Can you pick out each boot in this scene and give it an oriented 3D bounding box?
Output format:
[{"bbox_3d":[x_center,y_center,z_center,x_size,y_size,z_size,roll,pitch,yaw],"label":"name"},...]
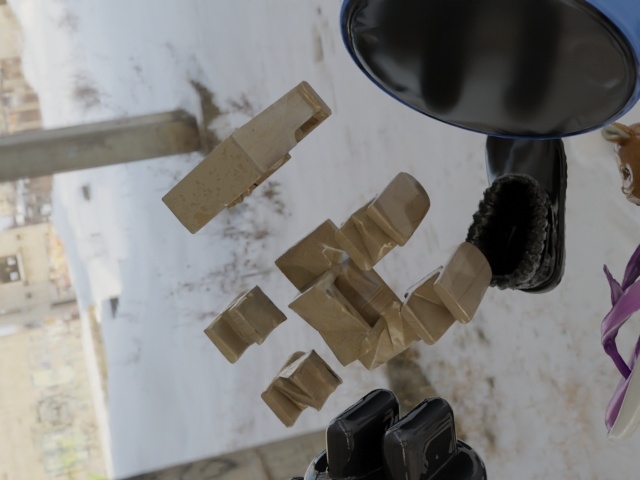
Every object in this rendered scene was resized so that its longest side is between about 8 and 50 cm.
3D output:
[{"bbox_3d":[0.306,-0.085,1.508,0.260,0.131,0.348,18,-117,-62],"label":"boot"}]

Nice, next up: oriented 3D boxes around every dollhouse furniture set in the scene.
[{"bbox_3d":[0.000,0.000,1.415,0.362,0.256,0.394,-37,97,34],"label":"dollhouse furniture set"}]

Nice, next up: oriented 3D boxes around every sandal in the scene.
[{"bbox_3d":[0.367,0.032,1.053,0.102,0.169,0.416,23,120,23],"label":"sandal"}]

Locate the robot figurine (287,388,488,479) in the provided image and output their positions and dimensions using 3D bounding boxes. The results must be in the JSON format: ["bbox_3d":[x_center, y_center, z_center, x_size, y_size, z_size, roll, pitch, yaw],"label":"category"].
[{"bbox_3d":[0.072,0.284,0.887,0.209,0.173,0.278,-148,51,-69],"label":"robot figurine"}]

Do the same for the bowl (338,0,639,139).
[{"bbox_3d":[0.204,-0.240,1.140,0.391,0.391,0.077,126,163,-71],"label":"bowl"}]

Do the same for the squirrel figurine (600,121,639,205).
[{"bbox_3d":[0.712,-0.212,1.783,0.370,0.281,0.397,-166,81,-67],"label":"squirrel figurine"}]
